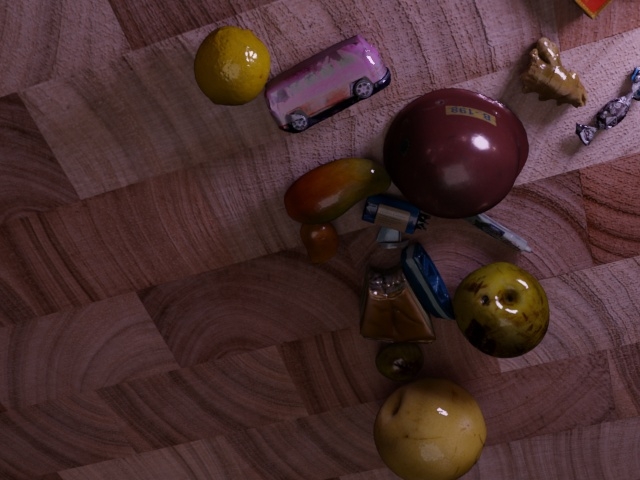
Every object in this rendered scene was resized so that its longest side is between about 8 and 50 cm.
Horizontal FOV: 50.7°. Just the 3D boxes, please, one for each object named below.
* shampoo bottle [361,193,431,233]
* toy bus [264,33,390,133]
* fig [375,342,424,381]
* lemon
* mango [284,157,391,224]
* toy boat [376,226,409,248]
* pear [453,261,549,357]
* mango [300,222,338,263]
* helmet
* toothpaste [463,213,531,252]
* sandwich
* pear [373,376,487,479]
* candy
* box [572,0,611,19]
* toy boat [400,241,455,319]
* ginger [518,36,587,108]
[{"bbox_3d":[0.210,-0.071,1.858,0.183,0.050,0.087,16,111,5],"label":"shampoo bottle"},{"bbox_3d":[0.012,-0.378,1.646,0.302,0.127,0.147,-25,115,16],"label":"toy bus"},{"bbox_3d":[0.248,0.377,2.116,0.153,0.121,0.136,-4,117,4],"label":"fig"},{"bbox_3d":[-0.211,-0.408,1.606,0.178,0.178,0.203,24,118,-13],"label":"lemon"},{"bbox_3d":[0.036,-0.138,1.797,0.289,0.129,0.146,-29,79,8],"label":"mango"},{"bbox_3d":[0.205,-0.038,1.916,0.096,0.034,0.122,-5,113,-2],"label":"toy boat"},{"bbox_3d":[0.511,0.197,1.904,0.283,0.283,0.283,1,122,1],"label":"pear"},{"bbox_3d":[0.000,-0.004,1.910,0.105,0.084,0.159,-7,143,6],"label":"mango"},{"bbox_3d":[0.353,-0.181,1.704,0.385,0.230,0.337,13,121,-5],"label":"helmet"},{"bbox_3d":[0.503,-0.024,1.906,0.233,0.038,0.060,29,145,-15],"label":"toothpaste"},{"bbox_3d":[0.236,0.178,1.970,0.227,0.155,0.198,6,122,-3],"label":"sandwich"},{"bbox_3d":[0.346,0.599,2.128,0.348,0.348,0.348,1,122,1],"label":"pear"},{"bbox_3d":[0.738,-0.334,1.702,0.094,0.051,0.226,37,115,-8],"label":"candy"},{"bbox_3d":[0.581,-0.633,1.506,0.240,0.074,0.153,35,121,-20],"label":"box"},{"bbox_3d":[0.319,0.136,1.982,0.062,0.096,0.299,-18,123,25],"label":"toy boat"},{"bbox_3d":[0.565,-0.388,1.652,0.205,0.081,0.115,45,82,-14],"label":"ginger"}]
